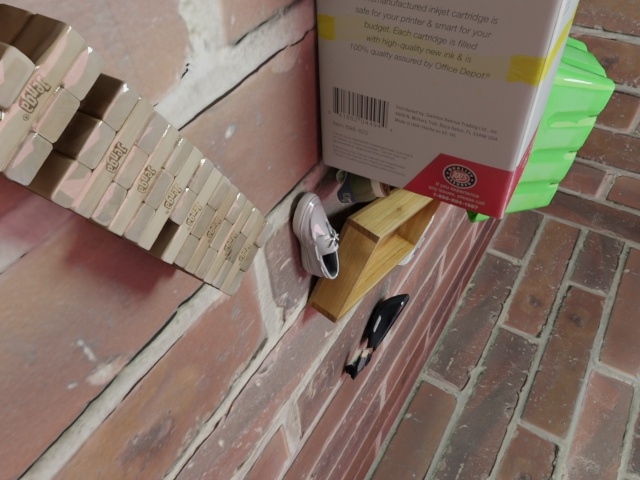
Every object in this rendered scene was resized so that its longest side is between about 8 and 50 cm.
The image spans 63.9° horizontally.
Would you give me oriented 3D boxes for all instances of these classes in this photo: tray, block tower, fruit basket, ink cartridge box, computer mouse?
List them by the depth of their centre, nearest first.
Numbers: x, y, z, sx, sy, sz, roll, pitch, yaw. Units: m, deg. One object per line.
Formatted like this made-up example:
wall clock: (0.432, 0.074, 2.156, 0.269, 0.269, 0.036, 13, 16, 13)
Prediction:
block tower: (-0.148, -0.044, 0.415, 0.091, 0.097, 0.335, -62, 158, -9)
ink cartridge box: (0.151, -0.251, 0.636, 0.160, 0.279, 0.384, -51, 152, -36)
fruit basket: (0.311, -0.223, 1.003, 0.392, 0.392, 0.283, 87, 3, -47)
tray: (0.136, -0.011, 1.055, 0.411, 0.076, 0.202, -34, 153, -54)
computer mouse: (0.140, 0.249, 1.375, 0.262, 0.060, 0.184, -62, 164, 18)

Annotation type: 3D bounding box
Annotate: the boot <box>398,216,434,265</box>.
boot: (0.243, -0.022, 1.347, 0.190, 0.069, 0.086, -61, 165, 6)

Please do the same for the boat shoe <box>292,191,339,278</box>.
boat shoe: (0.000, 0.000, 0.818, 0.066, 0.063, 0.184, -50, 152, -36)

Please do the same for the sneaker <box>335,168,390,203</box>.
sneaker: (0.064, -0.124, 0.849, 0.192, 0.086, 0.064, -83, 151, -52)
